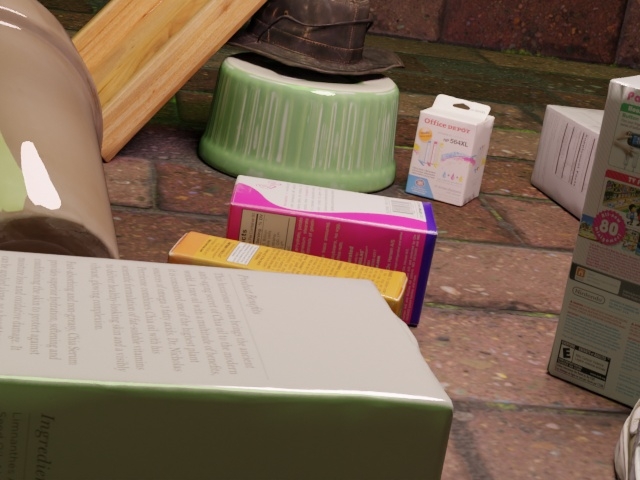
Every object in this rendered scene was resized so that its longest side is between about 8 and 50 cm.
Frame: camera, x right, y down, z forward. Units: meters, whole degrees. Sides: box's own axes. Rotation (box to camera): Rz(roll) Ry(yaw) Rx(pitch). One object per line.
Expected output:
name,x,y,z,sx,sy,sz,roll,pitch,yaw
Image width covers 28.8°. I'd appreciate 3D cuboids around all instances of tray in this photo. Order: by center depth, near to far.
tray,-0.246,-0.306,1.853,0.203,0.076,0.411,26,69,43

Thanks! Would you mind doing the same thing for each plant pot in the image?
plant pot,-0.307,-0.029,1.066,0.323,0.323,0.280,-3,37,-33

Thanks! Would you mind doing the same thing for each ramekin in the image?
ramekin,-0.025,-0.184,1.873,0.303,0.148,0.303,8,18,-3

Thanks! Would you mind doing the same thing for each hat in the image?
hat,-0.020,-0.352,1.932,0.331,0.134,0.331,8,18,-3

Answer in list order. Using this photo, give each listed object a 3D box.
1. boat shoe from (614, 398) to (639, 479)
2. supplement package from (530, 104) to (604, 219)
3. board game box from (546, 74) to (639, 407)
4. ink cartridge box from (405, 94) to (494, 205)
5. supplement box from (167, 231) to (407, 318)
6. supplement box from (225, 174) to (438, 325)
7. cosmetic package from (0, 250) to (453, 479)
boat shoe,0.293,0.185,0.960,0.118,0.103,0.320,11,18,6
supplement package,0.436,-0.109,1.890,0.139,0.134,0.244,4,18,-15
board game box,0.359,0.016,1.186,0.224,0.303,0.097,21,21,33
ink cartridge box,0.192,-0.136,1.839,0.092,0.143,0.090,15,19,21
supplement box,-0.035,0.056,1.242,0.233,0.078,0.080,10,18,5
supplement box,0.006,0.008,1.354,0.220,0.114,0.111,10,19,-2
cosmetic package,-0.165,0.119,0.846,0.453,0.162,0.230,5,18,-13
